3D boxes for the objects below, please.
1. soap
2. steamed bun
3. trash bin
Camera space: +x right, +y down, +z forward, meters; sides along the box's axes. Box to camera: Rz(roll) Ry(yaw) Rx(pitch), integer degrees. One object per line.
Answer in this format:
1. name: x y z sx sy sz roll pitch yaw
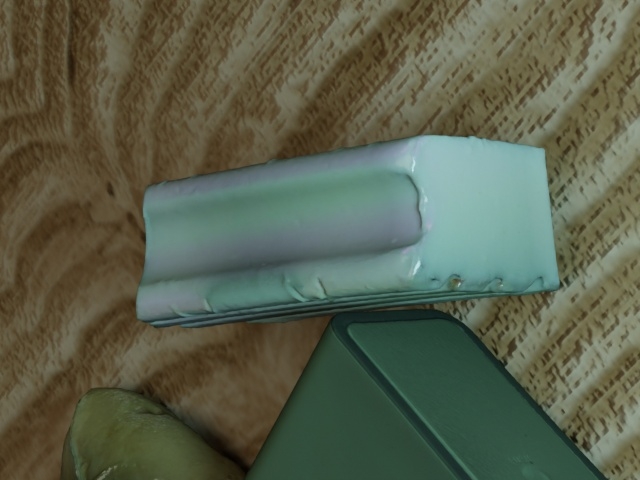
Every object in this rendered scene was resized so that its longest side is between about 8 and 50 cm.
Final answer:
1. soap: 0.000 0.000 1.563 0.347 0.208 0.115 -8 82 40
2. steamed bun: -0.155 0.239 1.751 0.212 0.110 0.231 -11 85 38
3. trash bin: 0.041 0.253 1.561 0.223 0.158 0.343 48 123 31
